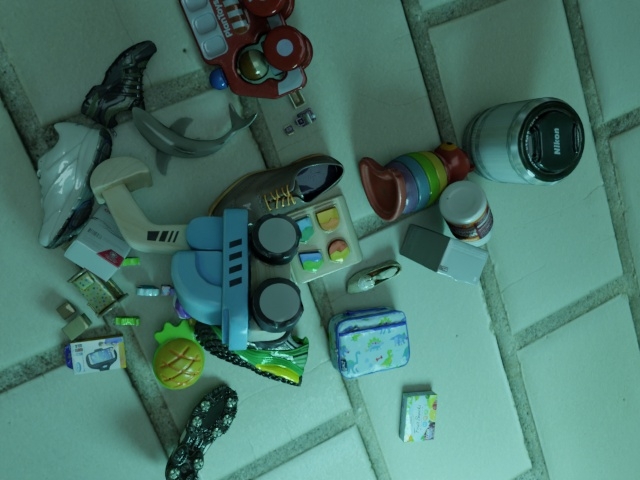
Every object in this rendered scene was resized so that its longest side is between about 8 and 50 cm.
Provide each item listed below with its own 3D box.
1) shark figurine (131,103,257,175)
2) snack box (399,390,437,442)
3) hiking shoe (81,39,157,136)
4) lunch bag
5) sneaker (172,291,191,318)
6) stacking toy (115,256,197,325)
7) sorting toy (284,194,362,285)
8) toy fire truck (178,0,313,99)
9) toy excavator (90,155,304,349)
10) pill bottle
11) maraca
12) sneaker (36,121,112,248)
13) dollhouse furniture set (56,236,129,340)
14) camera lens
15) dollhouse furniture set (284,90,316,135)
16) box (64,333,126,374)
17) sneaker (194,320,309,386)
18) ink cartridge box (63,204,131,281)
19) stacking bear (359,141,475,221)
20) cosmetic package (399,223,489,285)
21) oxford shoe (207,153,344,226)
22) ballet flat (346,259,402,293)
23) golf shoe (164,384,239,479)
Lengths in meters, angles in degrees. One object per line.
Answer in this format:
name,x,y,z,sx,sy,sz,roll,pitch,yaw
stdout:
shark figurine,-0.288,-0.230,1.329,0.278,0.116,0.166,-8,110,-25
snack box,0.288,0.517,1.664,0.100,0.037,0.141,1,98,-16
hiking shoe,-0.438,-0.351,1.295,0.227,0.086,0.114,-49,122,0
lunch bag,0.133,0.274,1.555,0.219,0.090,0.176,-6,97,-18
sneaker,-0.241,0.113,1.362,0.236,0.104,0.095,-31,119,-34
stacking toy,-0.385,0.125,1.385,0.221,0.052,0.167,1,97,-17
sorting toy,0.000,0.000,1.497,0.208,0.038,0.193,-21,103,-14
toy fire truck,-0.166,-0.475,1.330,0.253,0.169,0.302,-19,104,10
toy excavator,-0.275,0.023,1.231,0.445,0.222,0.433,1,69,-11
pill bottle,0.398,-0.064,1.520,0.121,0.121,0.221,-55,149,-4
maraca,-0.349,0.281,1.390,0.127,0.099,0.186,-8,108,-25
sneaker,-0.576,-0.126,1.276,0.129,0.111,0.297,20,88,-3
dollhouse furniture set,-0.570,0.115,1.291,0.161,0.101,0.182,-38,98,1
camera lens,0.535,-0.260,1.506,0.219,0.274,0.219,-3,99,-18
dollhouse furniture set,-0.062,-0.333,1.407,0.091,0.081,0.114,-31,106,-11
box,-0.545,0.276,1.369,0.136,0.028,0.081,-6,100,-19
sneaker,-0.169,0.251,1.426,0.343,0.134,0.146,33,65,-38
ink cartridge box,-0.489,0.003,1.282,0.109,0.150,0.063,37,120,-19
stacking bear,0.273,-0.173,1.503,0.289,0.175,0.164,-24,122,-22
cosmetic package,0.321,0.034,1.499,0.127,0.238,0.107,19,92,-20
oxford shoe,-0.109,-0.120,1.395,0.363,0.132,0.130,-29,106,-12
ballet flat,0.148,0.100,1.551,0.168,0.052,0.057,-28,105,-12
golf shoe,-0.313,0.491,1.441,0.105,0.120,0.273,38,63,-13
